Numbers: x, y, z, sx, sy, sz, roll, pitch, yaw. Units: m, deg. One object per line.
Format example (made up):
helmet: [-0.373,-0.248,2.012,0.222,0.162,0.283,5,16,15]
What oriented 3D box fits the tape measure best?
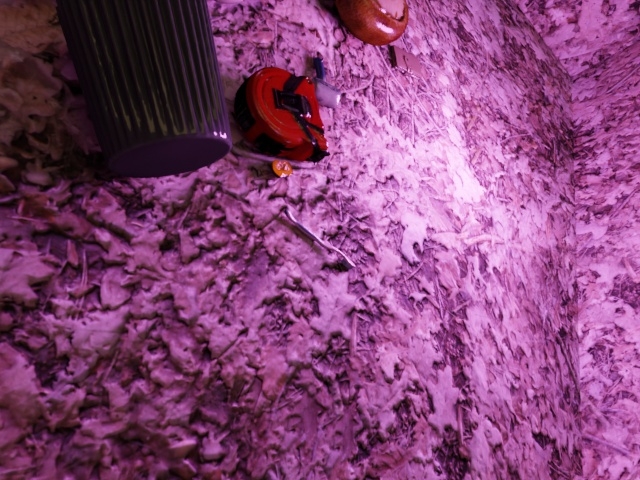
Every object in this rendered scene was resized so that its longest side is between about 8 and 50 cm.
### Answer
tape measure: [-0.107,-0.344,1.229,0.260,0.114,0.253,-3,75,-40]

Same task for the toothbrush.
toothbrush: [0.000,0.000,1.244,0.269,0.027,0.021,40,18,-21]

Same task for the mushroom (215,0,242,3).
mushroom: [-0.314,-0.707,1.223,0.225,0.093,0.116,-15,65,-33]

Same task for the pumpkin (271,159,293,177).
pumpkin: [-0.110,-0.192,1.226,0.083,0.028,0.050,-11,79,-50]

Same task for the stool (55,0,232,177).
stool: [-0.340,-0.323,0.924,0.297,0.297,0.330,-13,86,-41]

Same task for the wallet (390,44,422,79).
wallet: [0.345,-0.711,1.792,0.152,0.038,0.118,8,66,-38]

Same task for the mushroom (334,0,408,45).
mushroom: [0.191,-0.878,1.579,0.345,0.259,0.346,15,64,-34]

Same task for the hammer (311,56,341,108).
hammer: [0.002,-0.514,1.424,0.116,0.069,0.194,13,57,-35]
